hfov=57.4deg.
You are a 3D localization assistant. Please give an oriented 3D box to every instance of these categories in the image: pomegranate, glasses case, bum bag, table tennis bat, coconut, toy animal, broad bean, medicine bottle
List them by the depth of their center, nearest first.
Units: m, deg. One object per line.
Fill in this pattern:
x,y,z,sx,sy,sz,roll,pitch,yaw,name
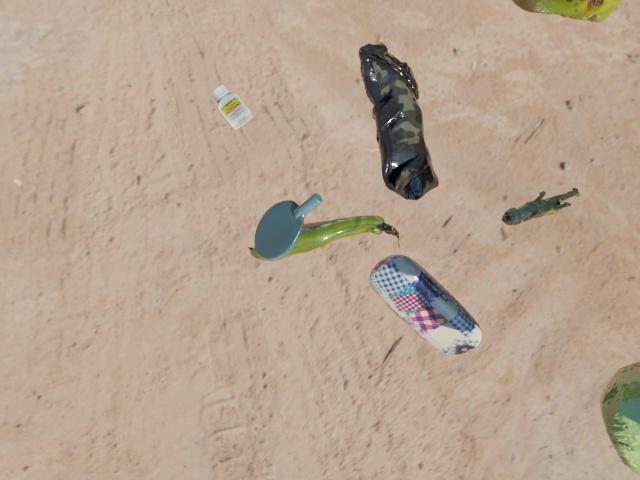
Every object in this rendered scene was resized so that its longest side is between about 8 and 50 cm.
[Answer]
0.581,0.283,0.929,0.236,0.204,0.236,1,91,30,coconut
-0.057,-0.029,0.987,0.155,0.019,0.100,-38,51,26,table tennis bat
0.002,-0.006,1.181,0.318,0.056,0.098,-7,29,16,broad bean
0.160,-0.244,1.197,0.144,0.095,0.340,-2,75,-41,bum bag
0.255,0.160,1.410,0.327,0.125,0.076,43,33,-16,glasses case
0.642,-0.733,1.516,0.309,0.216,0.358,-6,56,-13,pomegranate
0.585,-0.092,1.540,0.241,0.099,0.057,-15,79,-24,toy animal
-0.258,-0.387,1.684,0.074,0.055,0.118,-37,85,3,medicine bottle
